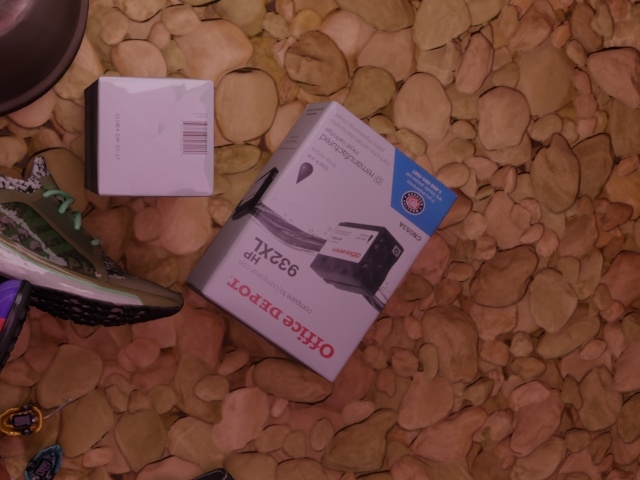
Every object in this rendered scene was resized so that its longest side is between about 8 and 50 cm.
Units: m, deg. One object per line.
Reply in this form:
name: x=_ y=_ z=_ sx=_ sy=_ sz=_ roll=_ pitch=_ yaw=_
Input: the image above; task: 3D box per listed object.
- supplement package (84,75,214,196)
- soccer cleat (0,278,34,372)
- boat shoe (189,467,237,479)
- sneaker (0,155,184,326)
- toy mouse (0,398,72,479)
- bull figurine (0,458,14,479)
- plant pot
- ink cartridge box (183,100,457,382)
supplement package: x=-0.217 y=-0.126 z=1.374 sx=0.133 sy=0.244 sz=0.139 roll=0 pitch=95 yaw=-16
soccer cleat: x=-0.452 y=0.153 z=1.343 sx=0.116 sy=0.109 sz=0.318 roll=32 pitch=118 yaw=-14
boat shoe: x=-0.218 y=0.367 z=1.495 sx=0.227 sy=0.081 sz=0.069 roll=-31 pitch=106 yaw=-10
sneaker: x=-0.348 y=-0.017 z=1.409 sx=0.410 sy=0.158 sz=0.182 roll=24 pitch=70 yaw=-21
toy mouse: x=-0.398 y=0.287 z=1.463 sx=0.160 sy=0.031 sz=0.143 roll=-8 pitch=96 yaw=-15
bull figurine: x=-0.496 y=0.327 z=1.270 sx=0.310 sy=0.101 sz=0.188 roll=-45 pitch=124 yaw=-11
plant pot: x=-0.421 y=-0.304 z=1.284 sx=0.323 sy=0.280 sz=0.323 roll=-1 pitch=93 yaw=-16
ink cartridge box: x=0.000 y=0.000 z=1.507 sx=0.223 sy=0.129 sz=0.307 roll=36 pitch=84 yaw=-16
